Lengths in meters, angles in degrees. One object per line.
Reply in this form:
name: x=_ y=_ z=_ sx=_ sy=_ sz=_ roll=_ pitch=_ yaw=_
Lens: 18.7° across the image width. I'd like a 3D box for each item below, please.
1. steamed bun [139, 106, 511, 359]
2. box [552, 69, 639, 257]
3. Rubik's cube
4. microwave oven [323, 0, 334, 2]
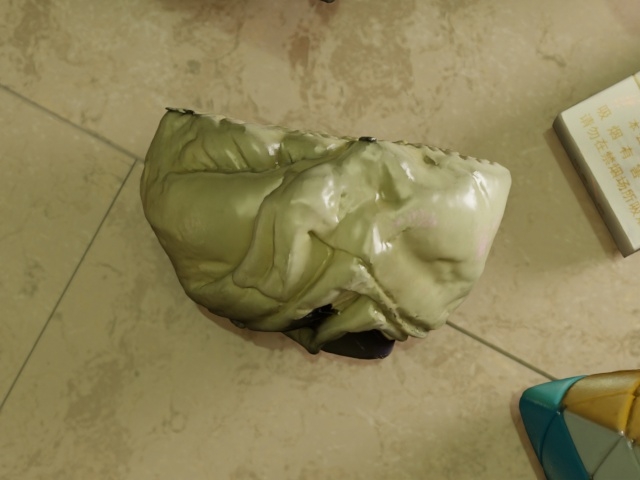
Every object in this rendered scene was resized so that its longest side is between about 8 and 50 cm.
steamed bun: x=0.000 y=0.000 z=1.727 sx=0.320 sy=0.275 sz=0.206 roll=14 pitch=97 yaw=36
box: x=0.355 y=-0.103 z=1.828 sx=0.233 sy=0.067 sz=0.149 roll=-28 pitch=86 yaw=-4
Rubik's cube: x=0.315 y=0.236 z=1.720 sx=0.254 sy=0.254 sz=0.254 roll=0 pitch=84 yaw=-1
microwave oven: x=-0.149 y=-0.428 z=1.709 sx=0.432 sy=0.374 sz=0.236 roll=23 pitch=85 yaw=6
